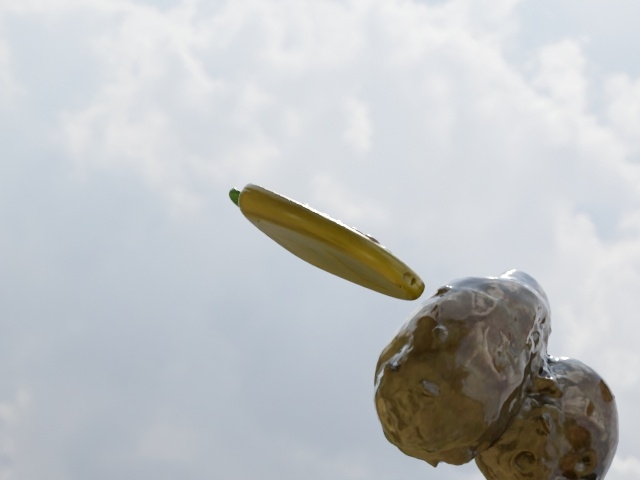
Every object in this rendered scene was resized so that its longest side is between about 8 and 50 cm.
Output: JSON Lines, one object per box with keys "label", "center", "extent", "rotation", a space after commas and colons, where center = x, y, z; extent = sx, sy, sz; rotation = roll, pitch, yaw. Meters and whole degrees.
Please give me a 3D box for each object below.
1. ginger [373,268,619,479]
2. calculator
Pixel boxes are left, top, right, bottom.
{"label": "ginger", "center": [0.194, 0.168, 1.454], "extent": [0.304, 0.244, 0.155], "rotation": [43, -49, -11]}
{"label": "calculator", "center": [0.000, 0.000, 1.383], "extent": [0.235, 0.032, 0.146], "rotation": [22, -12, 45]}
